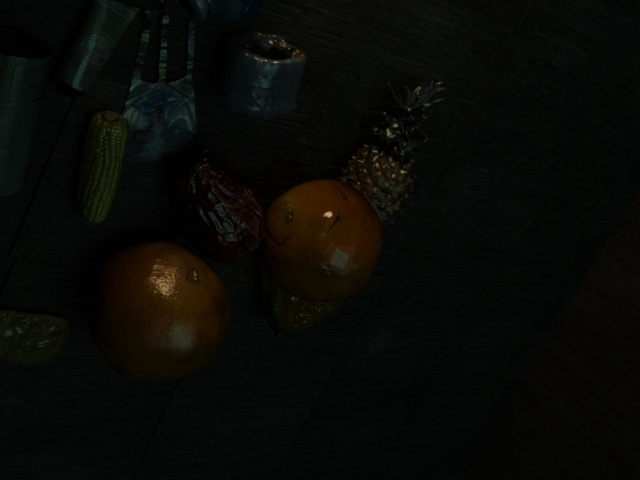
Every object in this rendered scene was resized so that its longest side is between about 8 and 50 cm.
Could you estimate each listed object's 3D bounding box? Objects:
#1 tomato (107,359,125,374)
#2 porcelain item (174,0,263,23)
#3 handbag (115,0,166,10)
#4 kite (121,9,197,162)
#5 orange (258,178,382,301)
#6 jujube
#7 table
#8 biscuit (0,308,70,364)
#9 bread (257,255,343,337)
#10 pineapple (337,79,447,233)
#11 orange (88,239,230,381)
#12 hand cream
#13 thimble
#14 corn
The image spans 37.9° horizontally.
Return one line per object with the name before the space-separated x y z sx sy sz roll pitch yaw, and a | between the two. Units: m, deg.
tomato | -0.334 0.212 1.876 0.174 0.082 0.166 -53 143 2
porcelain item | -0.121 -0.440 1.479 0.259 0.141 0.141 -44 144 -22
handbag | -0.252 -0.475 1.230 0.247 0.240 0.341 -41 141 -20
kite | -0.261 -0.266 1.586 0.169 0.015 0.310 -10 131 -39
orange | 0.000 0.000 1.824 0.246 0.246 0.246 -26 137 -27
jujube | -0.193 -0.067 1.717 0.168 0.168 0.236 -40 133 -11
table | -0.474 -0.188 1.353 0.126 0.126 0.220 -4 125 -42
biscuit | -0.558 0.174 1.665 0.247 0.029 0.118 14 112 -49
bread | -0.044 0.082 2.040 0.210 0.099 0.235 -25 131 -31
pineapple | 0.156 -0.189 1.950 0.169 0.169 0.340 12 111 -49
orange | -0.292 0.128 1.699 0.261 0.261 0.261 -26 137 -27
hand cream | -0.339 -0.323 1.433 0.086 0.055 0.235 29 93 -52
thimble | -0.105 -0.288 1.627 0.151 0.127 0.118 -9 129 -39
corn | -0.368 -0.122 1.562 0.072 0.072 0.203 -9 129 -40
